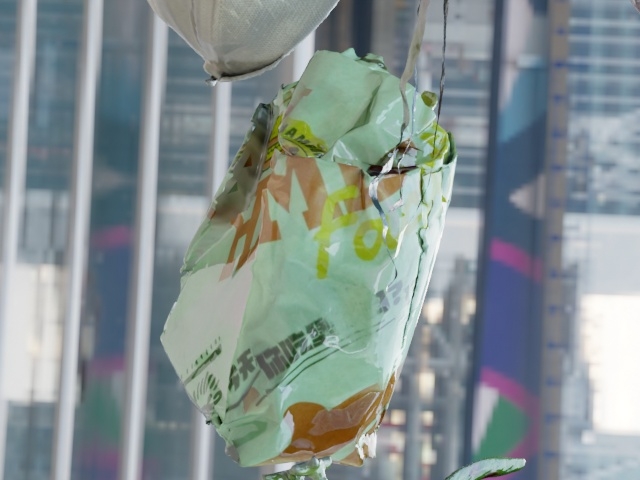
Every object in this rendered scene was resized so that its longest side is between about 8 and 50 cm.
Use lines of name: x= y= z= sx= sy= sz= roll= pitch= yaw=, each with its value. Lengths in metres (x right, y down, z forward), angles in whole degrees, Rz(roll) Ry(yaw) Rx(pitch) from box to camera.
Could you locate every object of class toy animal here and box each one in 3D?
toy animal: x=0.017 y=0.128 z=0.838 sx=0.041 sy=0.217 sz=0.075 roll=-25 pitch=-86 yaw=49

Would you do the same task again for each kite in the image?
kite: x=0.054 y=-0.140 z=0.657 sx=0.169 sy=0.015 sz=0.310 roll=-37 pitch=136 yaw=-76

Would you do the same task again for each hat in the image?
hat: x=-0.085 y=-0.228 z=1.089 sx=0.164 sy=0.226 sz=0.219 roll=-47 pitch=-157 yaw=-5

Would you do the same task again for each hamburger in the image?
hamburger: x=-0.002 y=-0.001 z=0.959 sx=0.235 sy=0.125 sz=0.214 roll=-106 pitch=-143 yaw=-76

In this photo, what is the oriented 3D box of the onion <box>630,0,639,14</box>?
onion: x=0.404 y=-0.289 z=1.532 sx=0.285 sy=0.347 sz=0.347 roll=-43 pitch=141 yaw=-54
